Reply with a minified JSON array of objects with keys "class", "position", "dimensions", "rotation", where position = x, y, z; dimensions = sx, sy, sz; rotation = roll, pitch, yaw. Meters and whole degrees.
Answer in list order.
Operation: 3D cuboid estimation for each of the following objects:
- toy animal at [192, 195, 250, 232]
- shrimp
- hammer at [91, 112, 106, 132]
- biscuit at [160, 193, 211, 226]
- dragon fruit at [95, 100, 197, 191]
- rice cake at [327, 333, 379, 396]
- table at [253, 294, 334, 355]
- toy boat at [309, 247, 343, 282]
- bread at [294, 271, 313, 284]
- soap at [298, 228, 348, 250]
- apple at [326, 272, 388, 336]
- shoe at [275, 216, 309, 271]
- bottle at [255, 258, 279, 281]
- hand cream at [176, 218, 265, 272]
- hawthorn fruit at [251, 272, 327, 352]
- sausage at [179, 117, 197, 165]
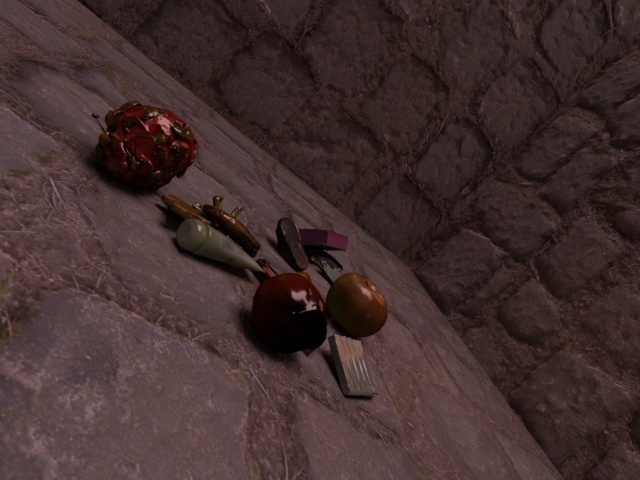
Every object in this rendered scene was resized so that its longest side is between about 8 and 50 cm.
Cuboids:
[{"class":"toy animal","position":[-0.339,-0.076,1.760],"dimensions":[0.219,0.103,0.101],"rotation":[27,39,-59]},{"class":"shrimp","position":[-0.290,-0.034,1.603],"dimensions":[0.173,0.058,0.253],"rotation":[23,-19,36]},{"class":"hammer","position":[-0.746,-0.392,1.702],"dimensions":[0.029,0.014,0.123],"rotation":[9,37,-54]},{"class":"biscuit","position":[-0.420,-0.096,1.549],"dimensions":[0.153,0.030,0.234],"rotation":[33,-1,-35]},{"class":"dragon fruit","position":[-0.533,-0.286,1.496],"dimensions":[0.269,0.250,0.291],"rotation":[40,26,10]},{"class":"rice cake","position":[0.101,0.390,1.549],"dimensions":[0.189,0.037,0.198],"rotation":[26,35,-50]},{"class":"table","position":[-0.068,0.214,1.528],"dimensions":[0.240,0.111,0.121],"rotation":[45,12,9]},{"class":"toy boat","position":[0.038,0.133,2.263],"dimensions":[0.210,0.070,0.291],"rotation":[33,18,-22]},{"class":"bread","position":[-0.065,0.150,1.903],"dimensions":[0.072,0.053,0.106],"rotation":[49,8,12]},{"class":"soap","position":[0.000,-0.002,2.362],"dimensions":[0.181,0.081,0.259],"rotation":[2,-6,25]},{"class":"apple","position":[0.138,0.245,1.890],"dimensions":[0.261,0.194,0.261],"rotation":[43,13,-12]},{"class":"shoe","position":[-0.134,0.025,2.065],"dimensions":[0.108,0.093,0.241],"rotation":[-6,70,-52]},{"class":"bottle","position":[-0.160,0.128,1.657],"dimensions":[0.164,0.060,0.060],"rotation":[46,12,19]},{"class":"hand cream","position":[-0.298,0.021,1.513],"dimensions":[0.147,0.093,0.306],"rotation":[33,2,38]},{"class":"hawthorn fruit","position":[-0.086,0.183,1.371],"dimensions":[0.215,0.215,0.249],"rotation":[38,17,-20]},{"class":"sausage","position":[-0.558,-0.380,1.931],"dimensions":[0.152,0.152,0.279],"rotation":[32,17,-42]}]
